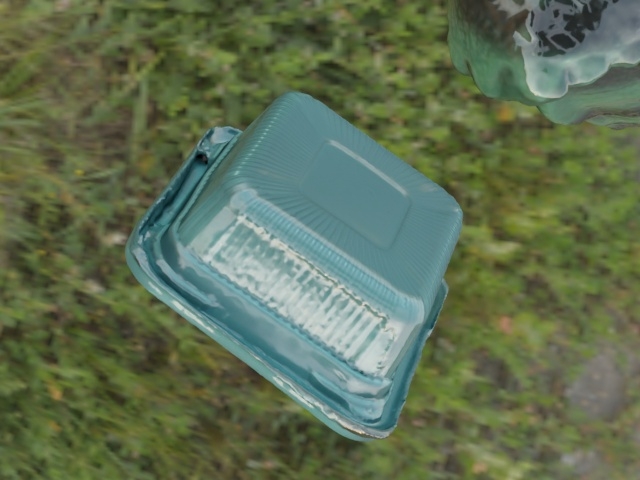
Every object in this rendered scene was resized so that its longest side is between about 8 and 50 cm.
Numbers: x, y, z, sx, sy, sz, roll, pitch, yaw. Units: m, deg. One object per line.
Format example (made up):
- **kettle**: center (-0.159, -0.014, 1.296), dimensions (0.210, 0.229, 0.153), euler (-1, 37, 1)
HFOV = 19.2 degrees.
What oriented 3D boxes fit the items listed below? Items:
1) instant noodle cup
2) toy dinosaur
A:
- **instant noodle cup**: center (0.000, 0.000, 0.936), dimensions (0.157, 0.070, 0.179), euler (36, 29, -5)
- **toy dinosaur**: center (0.084, -0.085, 0.511), dimensions (0.292, 0.079, 0.120), euler (11, 85, -69)
